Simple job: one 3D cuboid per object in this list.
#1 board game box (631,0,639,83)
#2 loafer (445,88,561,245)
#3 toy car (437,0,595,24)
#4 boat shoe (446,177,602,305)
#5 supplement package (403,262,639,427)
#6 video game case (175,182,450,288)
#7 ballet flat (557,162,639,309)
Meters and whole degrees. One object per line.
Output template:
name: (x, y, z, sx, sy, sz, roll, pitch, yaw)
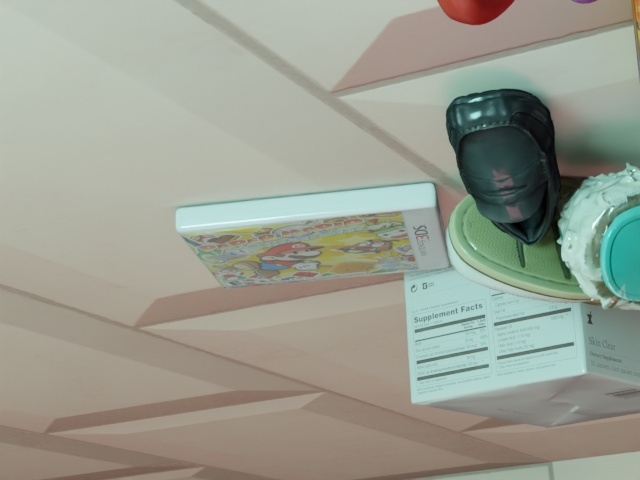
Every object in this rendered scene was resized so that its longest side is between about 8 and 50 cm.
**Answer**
board game box: (0.386, 0.008, 0.901, 0.356, 0.356, 0.356, -7, 163, 12)
loafer: (0.145, -0.053, 1.137, 0.076, 0.078, 0.223, -8, 163, 15)
toy car: (0.089, -0.164, 0.652, 0.182, 0.136, 0.159, -12, 161, 26)
boat shoe: (0.241, 0.013, 1.321, 0.302, 0.113, 0.103, 2, 157, -20)
supplement package: (0.245, 0.097, 1.548, 0.204, 0.145, 0.262, -15, 160, 37)
video game case: (0.000, 0.000, 1.381, 0.227, 0.026, 0.206, -5, 163, 7)
ballet flat: (0.381, -0.028, 1.226, 0.409, 0.147, 0.147, -3, 164, -11)
